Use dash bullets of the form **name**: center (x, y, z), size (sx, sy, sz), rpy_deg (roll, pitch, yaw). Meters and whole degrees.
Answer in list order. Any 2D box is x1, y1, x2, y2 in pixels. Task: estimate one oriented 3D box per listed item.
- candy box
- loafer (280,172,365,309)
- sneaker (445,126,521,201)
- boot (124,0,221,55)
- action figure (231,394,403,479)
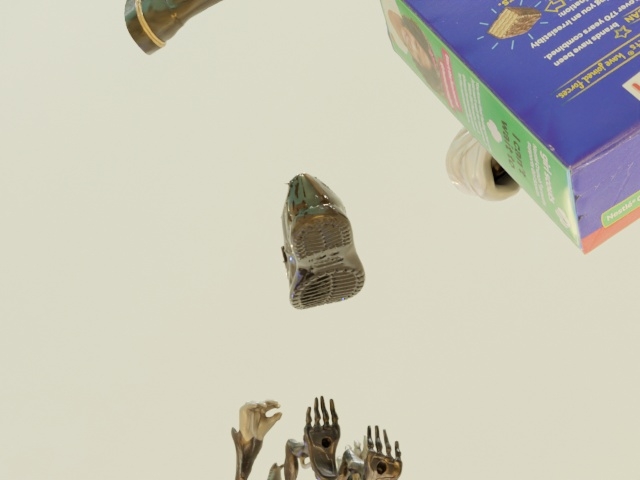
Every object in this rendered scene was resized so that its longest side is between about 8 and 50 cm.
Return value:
- **candy box**: center (0.240, -0.184, 1.436), size (0.268, 0.122, 0.317), rpy_deg (-32, -131, -7)
- **loafer**: center (0.000, 0.000, 1.673), size (0.220, 0.080, 0.078), rpy_deg (93, -16, -63)
- **sneaker**: center (0.218, -0.129, 1.609), size (0.232, 0.090, 0.115), rpy_deg (-60, -158, 9)
- **boot**: center (-0.160, -0.315, 1.959), size (0.137, 0.077, 0.198), rpy_deg (-29, -134, 18)
- **action figure**: center (-0.016, 0.248, 1.759), size (0.275, 0.164, 0.141), rpy_deg (-41, -148, 55)
